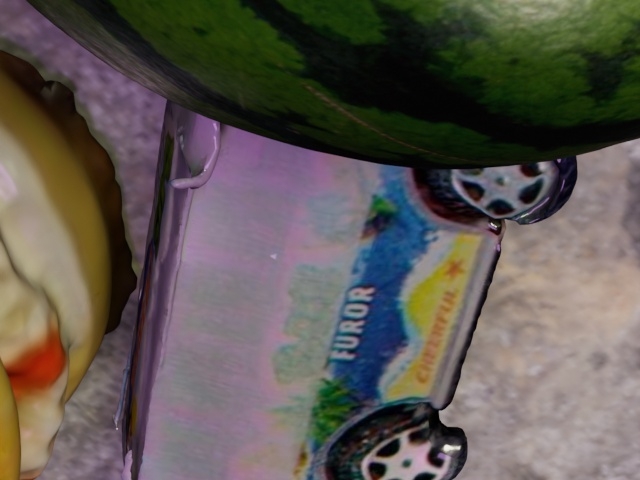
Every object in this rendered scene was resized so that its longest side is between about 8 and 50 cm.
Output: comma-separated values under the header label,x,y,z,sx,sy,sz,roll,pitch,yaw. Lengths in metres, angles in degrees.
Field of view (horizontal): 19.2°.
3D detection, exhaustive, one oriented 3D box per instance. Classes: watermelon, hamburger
label,x,y,z,sx,sy,sz,roll,pitch,yaw
watermelon,0.029,-0.155,0.447,0.285,0.285,0.285,7,133,8
hamburger,-0.217,0.050,0.768,0.261,0.186,0.302,-10,131,23

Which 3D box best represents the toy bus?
label,x,y,z,sx,sy,sz,roll,pitch,yaw
toy bus,0.000,0.000,0.699,0.138,0.112,0.317,2,132,-12
